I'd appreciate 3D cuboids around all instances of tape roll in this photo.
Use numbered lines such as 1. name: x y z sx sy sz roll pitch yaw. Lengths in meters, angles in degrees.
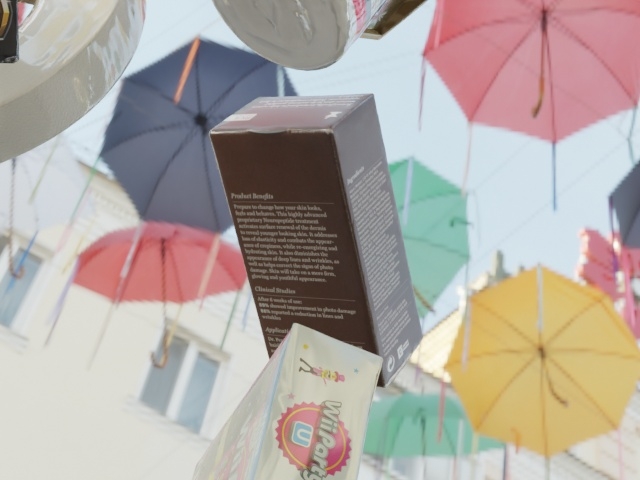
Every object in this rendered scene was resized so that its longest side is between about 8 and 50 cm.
1. tape roll: -0.382 -0.222 1.261 0.392 0.392 0.072 -2 -42 13

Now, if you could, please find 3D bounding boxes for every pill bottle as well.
1. pill bottle: 0.031 -0.345 1.262 0.176 0.318 0.176 27 -31 17

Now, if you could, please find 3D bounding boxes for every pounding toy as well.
1. pounding toy: 0.050 -0.318 1.480 0.141 0.130 0.100 -36 -101 26

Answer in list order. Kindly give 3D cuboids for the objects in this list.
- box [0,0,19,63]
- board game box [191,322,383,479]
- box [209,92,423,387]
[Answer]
1. box: -0.324 -0.314 1.026 0.073 0.295 0.293 -4 -75 -25
2. board game box: -0.059 0.253 1.109 0.097 0.224 0.303 23 -42 -11
3. box: 0.000 0.000 1.604 0.191 0.143 0.381 3 -60 31
